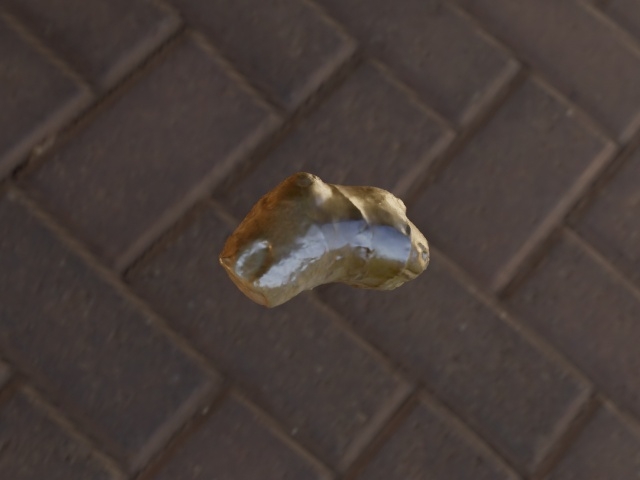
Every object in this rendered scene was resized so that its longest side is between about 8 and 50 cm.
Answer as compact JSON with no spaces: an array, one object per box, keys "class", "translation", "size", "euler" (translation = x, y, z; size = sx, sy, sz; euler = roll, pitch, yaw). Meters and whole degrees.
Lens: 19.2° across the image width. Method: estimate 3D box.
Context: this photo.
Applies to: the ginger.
[{"class":"ginger","translation":[0.001,0.002,1.408],"size":[0.190,0.069,0.095],"euler":[0,70,-37]}]
